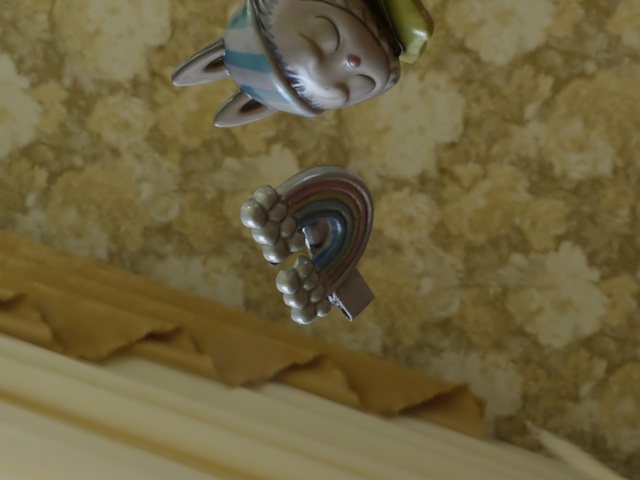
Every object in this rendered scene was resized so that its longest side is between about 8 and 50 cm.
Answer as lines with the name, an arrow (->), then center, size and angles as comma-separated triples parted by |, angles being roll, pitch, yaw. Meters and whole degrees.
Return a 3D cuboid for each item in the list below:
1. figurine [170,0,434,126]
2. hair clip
figurine -> -0.063, -0.347, 1.678 | 0.266, 0.378, 0.361 | 76, 171, -74
hair clip -> 0.000, 0.000, 1.170 | 0.140, 0.054, 0.220 | -40, -44, -18
